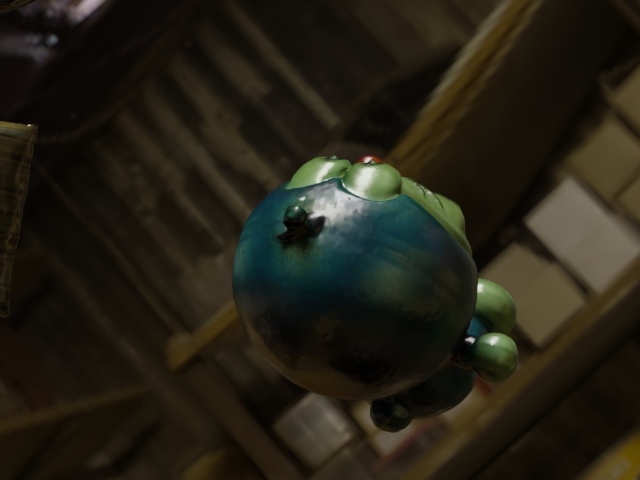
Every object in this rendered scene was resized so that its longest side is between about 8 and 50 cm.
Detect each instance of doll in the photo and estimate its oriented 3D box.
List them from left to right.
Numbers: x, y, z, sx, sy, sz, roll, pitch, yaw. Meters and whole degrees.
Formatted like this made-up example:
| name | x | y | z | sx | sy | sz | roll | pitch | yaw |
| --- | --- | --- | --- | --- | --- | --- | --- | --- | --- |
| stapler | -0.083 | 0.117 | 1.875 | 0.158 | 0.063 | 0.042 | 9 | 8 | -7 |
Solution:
| name | x | y | z | sx | sy | sz | roll | pitch | yaw |
| --- | --- | --- | --- | --- | --- | --- | --- | --- | --- |
| doll | 0.046 | 0.051 | 1.426 | 0.322 | 0.198 | 0.186 | 45 | -122 | -48 |

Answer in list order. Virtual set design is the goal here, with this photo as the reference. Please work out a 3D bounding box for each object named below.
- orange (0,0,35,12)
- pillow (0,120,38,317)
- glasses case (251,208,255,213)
| name | x | y | z | sx | sy | sz | roll | pitch | yaw |
| --- | --- | --- | --- | --- | --- | --- | --- | --- | --- |
| orange | -0.448 | -0.412 | 2.369 | 0.234 | 0.234 | 0.182 | -36 | -44 | -21 |
| pillow | -0.359 | -0.028 | 1.775 | 0.113 | 0.203 | 0.038 | 10 | 0 | -27 |
| glasses case | 0.000 | 0.000 | 2.447 | 0.205 | 0.047 | 0.071 | 18 | -9 | -31 |
